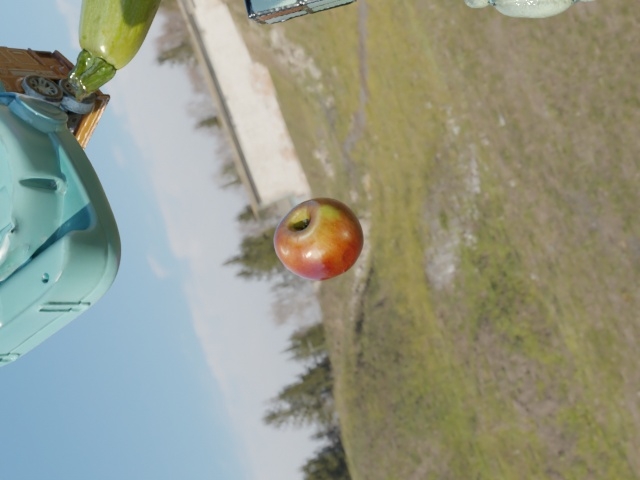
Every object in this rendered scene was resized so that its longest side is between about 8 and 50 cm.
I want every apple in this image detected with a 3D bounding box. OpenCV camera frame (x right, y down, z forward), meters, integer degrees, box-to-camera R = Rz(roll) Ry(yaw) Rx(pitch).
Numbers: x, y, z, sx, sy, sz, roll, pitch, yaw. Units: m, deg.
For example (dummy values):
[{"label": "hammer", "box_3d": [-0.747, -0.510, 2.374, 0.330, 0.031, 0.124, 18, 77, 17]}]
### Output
[{"label": "apple", "box_3d": [0.000, 0.000, 1.810, 0.139, 0.163, 0.163, 47, -166, -41]}]

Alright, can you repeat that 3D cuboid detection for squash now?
[{"label": "squash", "box_3d": [-0.278, -0.329, 1.402, 0.137, 0.137, 0.288, 73, -156, -82]}]

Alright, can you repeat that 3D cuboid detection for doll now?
[{"label": "doll", "box_3d": [0.334, -0.384, 1.544, 0.103, 0.213, 0.072, -54, -40, -77]}]

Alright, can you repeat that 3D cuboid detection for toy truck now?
[{"label": "toy truck", "box_3d": [-0.567, -0.231, 1.630, 0.207, 0.173, 0.387, 48, -150, 24]}]

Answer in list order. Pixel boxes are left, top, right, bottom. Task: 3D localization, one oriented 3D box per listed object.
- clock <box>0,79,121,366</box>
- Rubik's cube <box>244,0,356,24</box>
[{"label": "clock", "box_3d": [-0.319, -0.030, 0.929, 0.094, 0.223, 0.274, 6, -127, -60]}, {"label": "Rubik's cube", "box_3d": [-0.044, -0.459, 1.617, 0.180, 0.183, 0.167, -84, -21, -81]}]
